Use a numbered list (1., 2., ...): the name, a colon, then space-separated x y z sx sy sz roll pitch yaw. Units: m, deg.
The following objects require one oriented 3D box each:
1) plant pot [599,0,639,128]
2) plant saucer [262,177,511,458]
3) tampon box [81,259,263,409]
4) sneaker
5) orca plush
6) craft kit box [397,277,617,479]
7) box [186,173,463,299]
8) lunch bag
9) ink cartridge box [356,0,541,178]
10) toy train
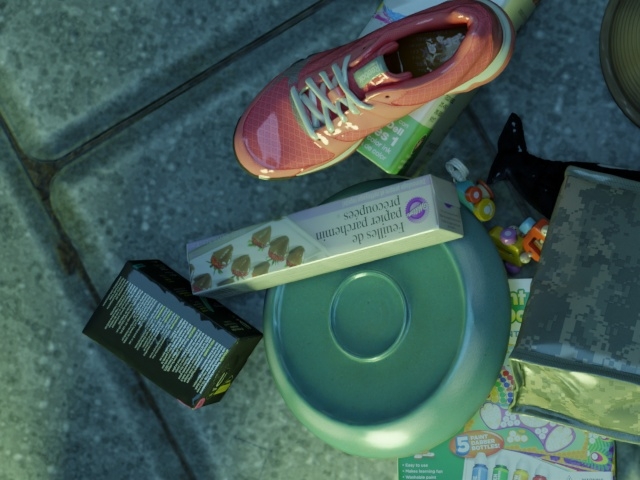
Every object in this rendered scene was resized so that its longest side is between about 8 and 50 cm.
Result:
1. plant pot: 0.418 -0.217 1.828 0.237 0.110 0.237 0 91 13
2. plant saucer: 0.061 0.085 1.890 0.317 0.043 0.318 -4 82 31
3. tampon box: -0.168 0.107 1.952 0.161 0.120 0.101 34 96 11
4. sneaker: 0.040 -0.163 1.690 0.313 0.136 0.116 -28 85 11
5. orca plush: 0.316 -0.060 1.839 0.287 0.102 0.151 39 82 22
6. craft kit box: 0.209 0.164 1.903 0.249 0.061 0.247 -2 86 13
7. box: 0.000 0.000 1.875 0.324 0.067 0.063 -16 75 29
8. lunch bag: 0.354 0.080 1.686 0.287 0.169 0.235 13 63 14
9. ink cartridge box: 0.125 -0.214 1.846 0.117 0.201 0.278 36 97 9
10. toy train: 0.208 -0.030 1.880 0.166 0.125 0.046 43 65 14
